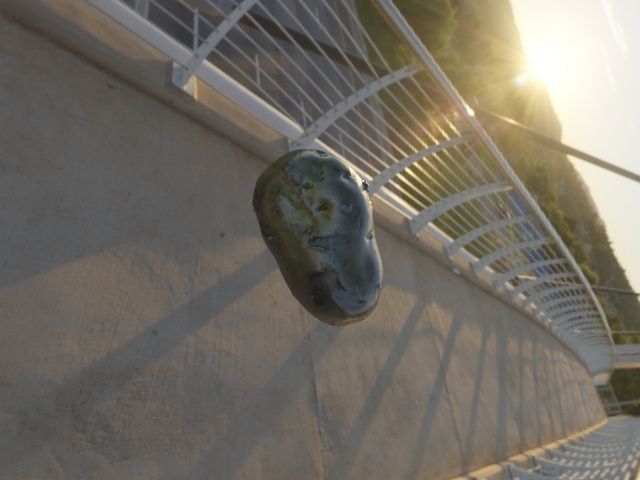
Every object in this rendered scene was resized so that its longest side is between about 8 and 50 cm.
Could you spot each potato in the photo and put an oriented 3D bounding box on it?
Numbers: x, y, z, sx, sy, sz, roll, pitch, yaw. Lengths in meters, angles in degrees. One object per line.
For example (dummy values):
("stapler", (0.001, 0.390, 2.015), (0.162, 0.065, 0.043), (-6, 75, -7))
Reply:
("potato", (0.000, 0.000, 0.585), (0.165, 0.165, 0.262), (-49, 128, -57))
